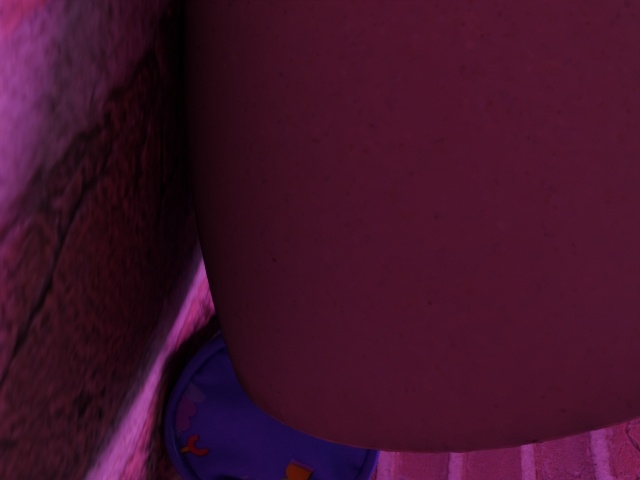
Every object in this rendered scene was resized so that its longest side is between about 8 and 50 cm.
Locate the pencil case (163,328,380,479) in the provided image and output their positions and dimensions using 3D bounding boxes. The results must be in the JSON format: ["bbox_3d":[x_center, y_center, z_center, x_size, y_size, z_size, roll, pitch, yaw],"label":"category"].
[{"bbox_3d":[-0.017,0.094,0.704,0.306,0.119,0.133,-41,150,-85],"label":"pencil case"}]

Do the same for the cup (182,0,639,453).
[{"bbox_3d":[0.069,-0.100,0.478,0.331,0.331,0.236,-75,146,-62],"label":"cup"}]
